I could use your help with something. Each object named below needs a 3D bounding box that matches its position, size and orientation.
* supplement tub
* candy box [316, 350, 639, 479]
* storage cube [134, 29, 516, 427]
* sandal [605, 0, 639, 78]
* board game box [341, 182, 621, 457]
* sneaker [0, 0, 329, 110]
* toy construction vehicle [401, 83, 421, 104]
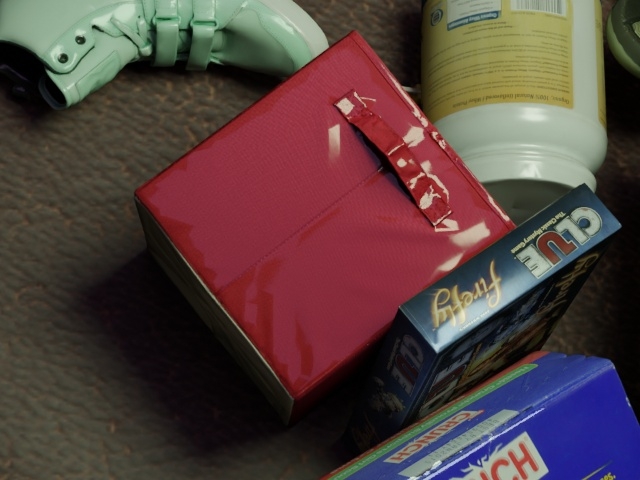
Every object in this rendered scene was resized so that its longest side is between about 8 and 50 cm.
[{"bbox_3d":[0.150,-0.117,1.392,0.144,0.144,0.199,6,68,-11],"label":"supplement tub"},{"bbox_3d":[0.128,0.274,1.201,0.268,0.122,0.317,-27,101,-21],"label":"candy box"},{"bbox_3d":[0.000,0.000,1.274,0.193,0.215,0.183,-37,82,-10],"label":"storage cube"},{"bbox_3d":[0.351,-0.147,1.480,0.303,0.086,0.120,6,49,-28],"label":"sandal"},{"bbox_3d":[0.107,0.069,1.257,0.165,0.243,0.042,-33,73,-22],"label":"board game box"},{"bbox_3d":[-0.131,-0.141,1.360,0.256,0.094,0.151,19,61,5],"label":"sneaker"},{"bbox_3d":[0.038,-0.087,1.414,0.098,0.035,0.085,0,70,-13],"label":"toy construction vehicle"}]
